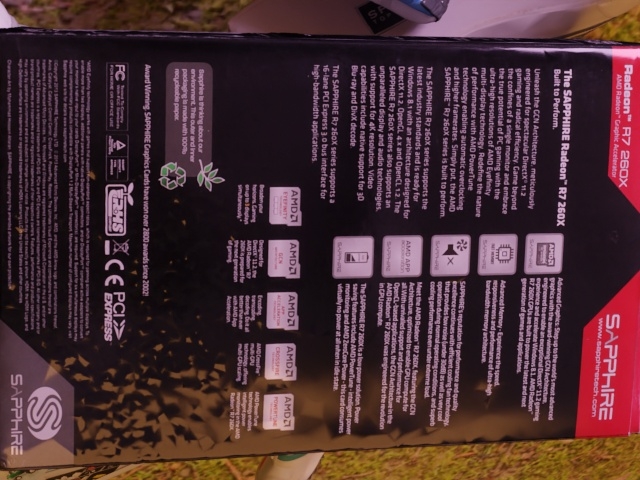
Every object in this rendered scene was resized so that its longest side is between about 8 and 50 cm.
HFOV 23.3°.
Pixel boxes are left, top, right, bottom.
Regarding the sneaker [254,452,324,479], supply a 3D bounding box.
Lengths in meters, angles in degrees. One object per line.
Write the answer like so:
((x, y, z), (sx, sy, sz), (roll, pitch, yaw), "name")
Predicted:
((-0.021, 0.157, 1.349), (0.075, 0.057, 0.161), (29, 122, -26), "sneaker")

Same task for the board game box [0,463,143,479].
((-0.220, 0.132, 1.213), (0.305, 0.053, 0.193), (-24, 141, 2), "board game box")

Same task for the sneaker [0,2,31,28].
((-0.322, -0.063, 0.905), (0.330, 0.122, 0.146), (-36, 123, 17), "sneaker")

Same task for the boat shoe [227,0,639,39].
((0.089, -0.141, 1.013), (0.341, 0.127, 0.158), (-23, 163, -6), "boat shoe")

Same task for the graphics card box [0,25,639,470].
((0.000, 0.000, 0.865), (0.371, 0.094, 0.232), (-2, 100, -17), "graphics card box")

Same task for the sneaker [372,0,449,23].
((-0.011, -0.181, 0.911), (0.191, 0.071, 0.083), (34, 134, -12), "sneaker")
